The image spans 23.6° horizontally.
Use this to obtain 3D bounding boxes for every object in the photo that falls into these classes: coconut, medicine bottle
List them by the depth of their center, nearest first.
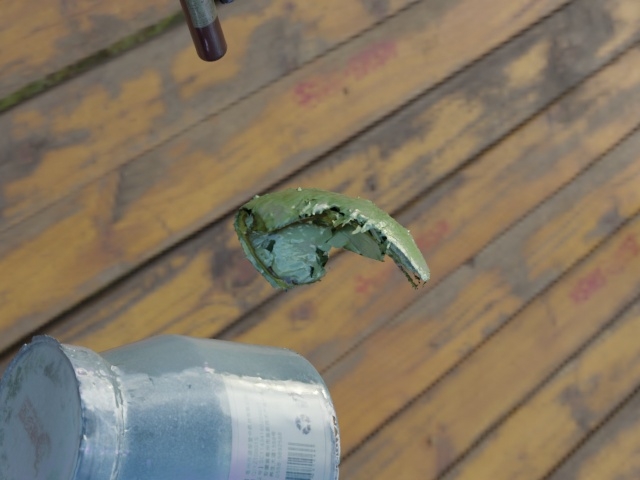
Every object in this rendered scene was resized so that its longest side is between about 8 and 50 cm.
[{"bbox_3d":[0.004,-0.003,1.025,0.133,0.158,0.055,36,65,-45],"label":"coconut"},{"bbox_3d":[-0.163,0.209,1.525,0.290,0.245,0.245,12,77,-35],"label":"medicine bottle"}]

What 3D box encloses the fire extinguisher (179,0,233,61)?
[{"bbox_3d":[-0.103,-0.222,1.321,0.173,0.049,0.035,74,21,-55],"label":"fire extinguisher"}]
